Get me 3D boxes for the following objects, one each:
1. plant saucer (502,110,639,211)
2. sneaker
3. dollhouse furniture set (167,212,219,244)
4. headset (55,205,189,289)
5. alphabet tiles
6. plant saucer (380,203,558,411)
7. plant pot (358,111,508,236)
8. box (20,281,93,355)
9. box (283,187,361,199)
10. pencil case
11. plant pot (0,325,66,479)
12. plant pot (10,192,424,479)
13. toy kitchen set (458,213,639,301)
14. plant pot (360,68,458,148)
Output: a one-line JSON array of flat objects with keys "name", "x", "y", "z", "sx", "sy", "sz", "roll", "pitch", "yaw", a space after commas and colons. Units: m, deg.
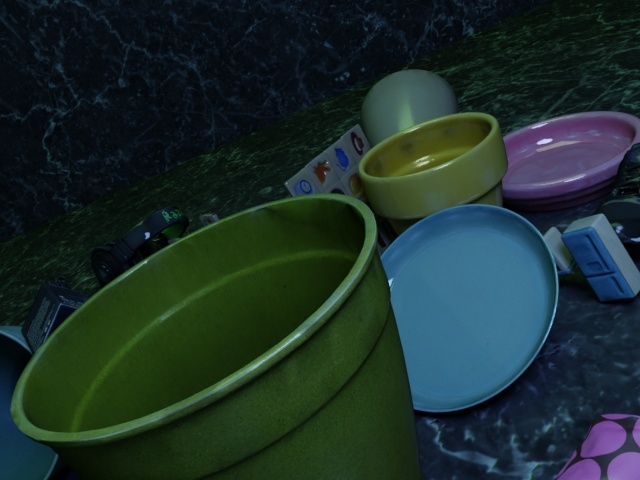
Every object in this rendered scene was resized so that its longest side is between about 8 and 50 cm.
[{"name": "plant saucer", "x": 0.481, "y": -0.156, "z": 1.189, "sx": 0.332, "sy": 0.084, "sz": 0.332, "roll": -20, "pitch": 24, "yaw": 9}, {"name": "sneaker", "x": 0.489, "y": -0.086, "z": 0.918, "sx": 0.107, "sy": 0.124, "sz": 0.283, "roll": 4, "pitch": 23, "yaw": 43}, {"name": "dollhouse furniture set", "x": -0.258, "y": 0.015, "z": 1.467, "sx": 0.183, "sy": 0.129, "sz": 0.129, "roll": -1, "pitch": 33, "yaw": 41}, {"name": "headset", "x": -0.518, "y": 0.042, "z": 1.524, "sx": 0.394, "sy": 0.185, "sz": 0.243, "roll": -45, "pitch": -4, "yaw": 10}, {"name": "alphabet tiles", "x": 0.074, "y": -0.041, "z": 1.083, "sx": 0.011, "sy": 0.285, "sz": 0.342, "roll": -12, "pitch": 25, "yaw": 48}, {"name": "plant saucer", "x": 0.191, "y": 0.094, "z": 0.848, "sx": 0.317, "sy": 0.043, "sz": 0.318, "roll": -25, "pitch": 48, "yaw": 31}, {"name": "plant pot", "x": 0.224, "y": -0.069, "z": 1.056, "sx": 0.254, "sy": 0.239, "sz": 0.254, "roll": -21, "pitch": 24, "yaw": 9}, {"name": "box", "x": -0.369, "y": 0.143, "z": 0.929, "sx": 0.158, "sy": 0.156, "sz": 0.093, "roll": 14, "pitch": 82, "yaw": 55}, {"name": "box", "x": 0.000, "y": 0.000, "z": 1.188, "sx": 0.167, "sy": 0.168, "sz": 0.203, "roll": -44, "pitch": 30, "yaw": -23}, {"name": "pencil case", "x": 0.251, "y": 0.256, "z": 0.553, "sx": 0.209, "sy": 0.095, "sz": 0.098, "roll": -34, "pitch": 5, "yaw": -27}, {"name": "plant pot", "x": -0.517, "y": 0.280, "z": 1.026, "sx": 0.293, "sy": 0.293, "sz": 0.196, "roll": -18, "pitch": -2, "yaw": 13}, {"name": "plant pot", "x": -0.051, "y": 0.193, "z": 0.624, "sx": 0.366, "sy": 0.353, "sz": 0.366, "roll": -21, "pitch": 23, "yaw": 9}, {"name": "toy kitchen set", "x": 0.323, "y": 0.075, "z": 0.865, "sx": 0.166, "sy": 0.122, "sz": 0.207, "roll": -39, "pitch": 8, "yaw": -29}, {"name": "plant pot", "x": 0.230, "y": -0.238, "z": 1.441, "sx": 0.256, "sy": 0.256, "sz": 0.274, "roll": -17, "pitch": 41, "yaw": 17}]
